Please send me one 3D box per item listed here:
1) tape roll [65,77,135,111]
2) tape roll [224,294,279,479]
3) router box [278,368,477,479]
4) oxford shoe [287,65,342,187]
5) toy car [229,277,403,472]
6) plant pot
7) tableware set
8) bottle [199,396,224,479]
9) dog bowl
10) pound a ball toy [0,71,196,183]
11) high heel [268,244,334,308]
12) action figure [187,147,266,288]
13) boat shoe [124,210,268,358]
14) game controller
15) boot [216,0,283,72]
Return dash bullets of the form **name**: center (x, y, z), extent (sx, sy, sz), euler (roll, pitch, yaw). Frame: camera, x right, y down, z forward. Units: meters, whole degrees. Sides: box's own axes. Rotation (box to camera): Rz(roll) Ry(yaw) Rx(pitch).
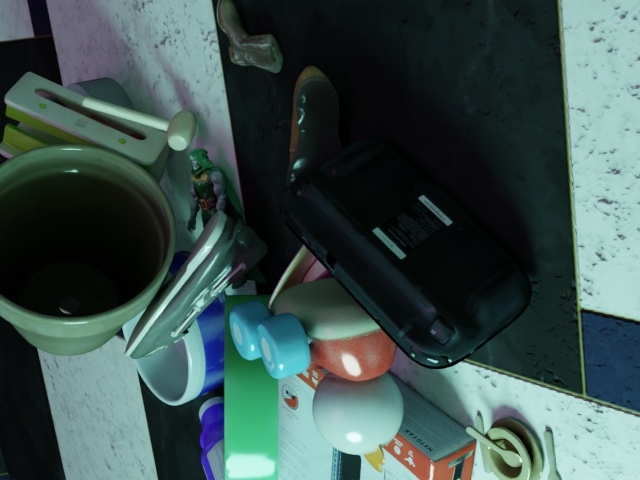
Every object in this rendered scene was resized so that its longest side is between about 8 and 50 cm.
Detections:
- **tape roll**: center (-0.421, -0.198, 1.822), extent (0.219, 0.072, 0.219), euler (29, 128, 46)
- **tape roll**: center (-0.106, 0.241, 1.427), extent (0.321, 0.077, 0.322), euler (180, 90, -85)
- **router box**: center (0.063, 0.325, 1.358), extent (0.335, 0.082, 0.301), euler (32, 129, 44)
- **oxford shoe**: center (-0.008, -0.134, 1.284), extent (0.076, 0.076, 0.212), euler (-102, 15, -55)
- **toy car**: center (0.031, 0.175, 1.186), extent (0.210, 0.219, 0.238), euler (-167, 65, -66)
- **plant pot**: center (-0.413, 0.052, 1.572), extent (0.323, 0.323, 0.280), euler (58, 151, 21)
- **tableware set**: center (0.233, 0.311, 1.149), extent (0.128, 0.039, 0.194), euler (1, 106, 55)
- **bottle**: center (-0.142, 0.379, 1.616), extent (0.092, 0.118, 0.283), euler (-47, 35, 11)
- **dog bowl**: center (-0.260, 0.156, 1.722), extent (0.265, 0.104, 0.265), euler (27, 125, 46)
- **pound a ball toy**: center (-0.369, -0.196, 1.627), extent (0.319, 0.136, 0.208), euler (23, 131, -1)
- **high heel**: center (0.000, 0.000, 1.266), extent (0.082, 0.117, 0.244), euler (58, 146, 37)
- **action figure**: center (-0.170, -0.037, 1.543), extent (0.137, 0.063, 0.232), euler (-3, 107, 43)
- **boat shoe**: center (-0.202, 0.095, 1.502), extent (0.095, 0.112, 0.335), euler (31, 123, -14)
- **game controller**: center (0.092, 0.004, 1.105), extent (0.319, 0.166, 0.067), euler (47, 156, 32)
- **boot**: center (-0.098, -0.293, 1.349), extent (0.114, 0.037, 0.107), euler (23, 136, 52)
